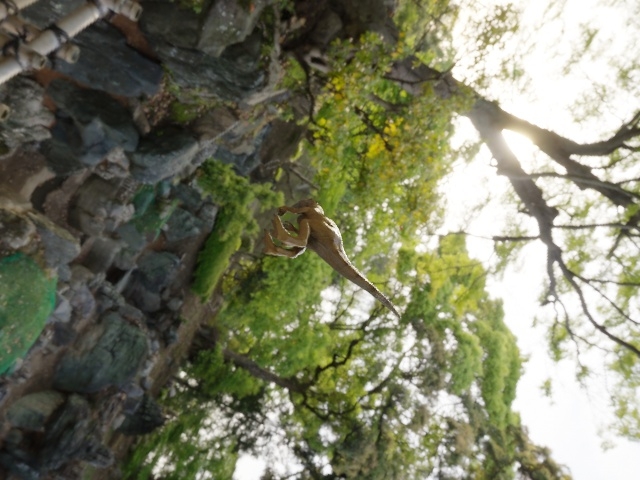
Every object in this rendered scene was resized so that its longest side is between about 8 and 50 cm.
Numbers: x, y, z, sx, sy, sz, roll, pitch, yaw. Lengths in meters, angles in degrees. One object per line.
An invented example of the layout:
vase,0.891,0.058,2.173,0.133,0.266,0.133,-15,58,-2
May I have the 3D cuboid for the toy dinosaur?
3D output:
toy dinosaur,0.000,0.000,0.568,0.211,0.113,0.064,-121,-144,-45
